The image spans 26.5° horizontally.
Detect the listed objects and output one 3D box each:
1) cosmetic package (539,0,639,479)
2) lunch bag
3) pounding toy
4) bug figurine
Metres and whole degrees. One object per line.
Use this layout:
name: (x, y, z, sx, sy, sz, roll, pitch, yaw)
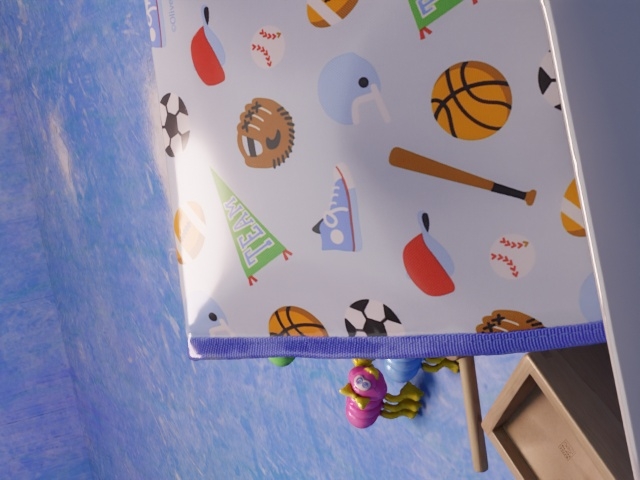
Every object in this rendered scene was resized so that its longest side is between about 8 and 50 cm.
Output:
cosmetic package: (0.232, 0.031, 0.728, 0.197, 0.155, 0.366, -28, -75, -74)
lunch bag: (0.093, -0.087, 0.959, 0.385, 0.239, 0.328, -5, 96, 38)
pounding toy: (0.181, 0.129, 1.052, 0.206, 0.094, 0.181, 57, 155, 23)
bug figurine: (0.008, 0.086, 1.352, 0.279, 0.072, 0.216, 34, 145, 26)
